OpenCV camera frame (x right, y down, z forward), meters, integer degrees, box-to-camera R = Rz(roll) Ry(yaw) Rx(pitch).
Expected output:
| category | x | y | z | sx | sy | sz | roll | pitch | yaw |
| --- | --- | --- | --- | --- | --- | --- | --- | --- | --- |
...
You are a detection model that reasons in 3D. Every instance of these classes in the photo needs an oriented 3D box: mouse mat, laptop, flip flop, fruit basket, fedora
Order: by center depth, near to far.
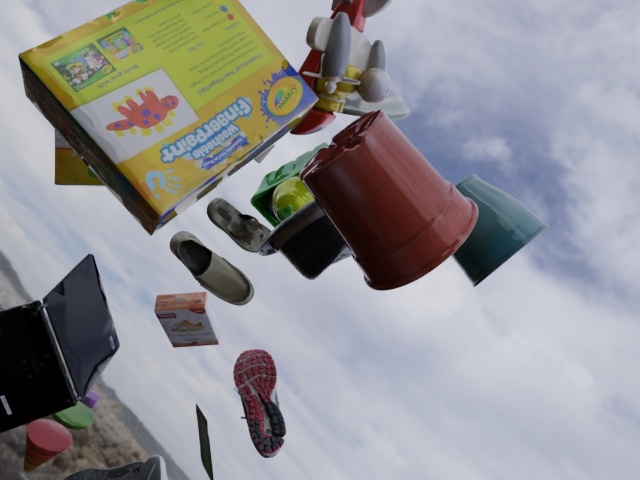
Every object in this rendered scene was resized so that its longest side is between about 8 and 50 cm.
| category | x | y | z | sx | sy | sz | roll | pitch | yaw |
| --- | --- | --- | --- | --- | --- | --- | --- | --- | --- |
| laptop | -0.504 | 0.181 | 0.920 | 0.136 | 0.264 | 0.234 | 40 | -40 | 51 |
| fedora | 0.000 | 0.000 | 1.336 | 0.152 | 0.334 | 0.334 | 56 | -28 | 5 |
| mouse mat | -0.327 | 0.570 | 1.461 | 0.152 | 0.007 | 0.190 | -175 | -102 | -65 |
| flip flop | -0.249 | -0.048 | 1.697 | 0.080 | 0.112 | 0.277 | -3 | -34 | 44 |
| fruit basket | -0.057 | -0.146 | 1.865 | 0.392 | 0.392 | 0.283 | 13 | -27 | 46 |

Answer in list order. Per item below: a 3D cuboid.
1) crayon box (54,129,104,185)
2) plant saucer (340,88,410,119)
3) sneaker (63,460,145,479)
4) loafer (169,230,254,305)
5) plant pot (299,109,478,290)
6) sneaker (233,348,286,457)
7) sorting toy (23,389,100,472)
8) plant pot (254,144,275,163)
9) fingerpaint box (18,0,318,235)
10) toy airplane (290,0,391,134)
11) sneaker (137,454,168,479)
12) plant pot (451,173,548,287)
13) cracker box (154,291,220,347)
| category | x | y | z | sx | sy | sz | roll | pitch | yaw |
| --- | --- | --- | --- | --- | --- | --- | --- | --- | --- |
| crayon box | -0.548 | -0.223 | 1.374 | 0.081 | 0.278 | 0.165 | -141 | -128 | -85 |
| plant saucer | 0.107 | -0.496 | 1.717 | 0.400 | 0.400 | 0.100 | 27 | -61 | 32 |
| sneaker | -0.613 | 0.706 | 1.475 | 0.087 | 0.227 | 0.130 | 53 | -50 | 45 |
| loafer | -0.289 | 0.082 | 1.367 | 0.268 | 0.102 | 0.092 | 39 | -2 | -10 |
| plant pot | 0.116 | -0.090 | 1.013 | 0.265 | 0.272 | 0.272 | 49 | -27 | -17 |
| sneaker | -0.172 | 0.437 | 1.412 | 0.112 | 0.121 | 0.299 | 103 | -21 | -52 |
| sorting toy | -0.761 | 0.554 | 1.514 | 0.127 | 0.126 | 0.365 | 34 | 3 | -6 |
| plant pot | -0.281 | -0.407 | 2.208 | 0.109 | 0.109 | 0.096 | 46 | 14 | 13 |
| fingerpaint box | -0.291 | -0.293 | 1.074 | 0.371 | 0.445 | 0.163 | 49 | -28 | -6 |
| toy airplane | 0.077 | -0.461 | 1.303 | 0.272 | 0.386 | 0.384 | 39 | -26 | 12 |
| sneaker | -0.303 | 0.476 | 0.970 | 0.053 | 0.061 | 0.152 | -4 | -96 | 22 |
| plant pot | 0.467 | -0.044 | 1.521 | 0.255 | 0.271 | 0.271 | 50 | -27 | 15 |
| cracker box | -0.418 | 0.257 | 1.655 | 0.155 | 0.067 | 0.232 | -4 | -40 | 0 |
